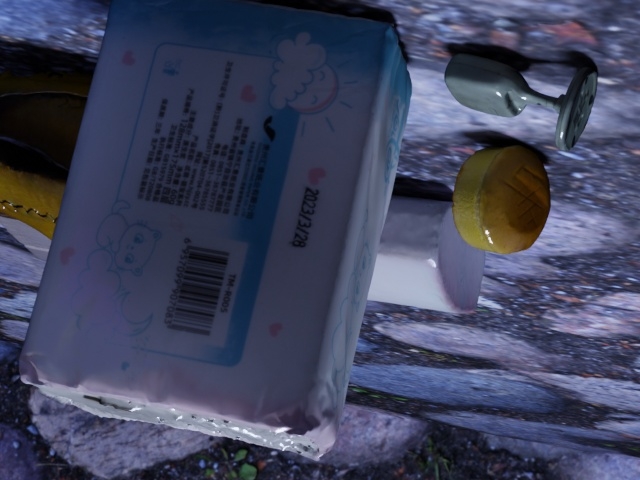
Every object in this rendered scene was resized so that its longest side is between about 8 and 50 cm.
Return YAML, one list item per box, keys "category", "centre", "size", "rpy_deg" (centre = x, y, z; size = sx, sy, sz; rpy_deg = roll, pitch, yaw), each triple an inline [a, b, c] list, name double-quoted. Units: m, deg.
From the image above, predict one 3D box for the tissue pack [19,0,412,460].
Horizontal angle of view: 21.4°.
- category: "tissue pack"
  centre: [-0.060, -0.013, 1.079]
  size: [0.201, 0.271, 0.124]
  rpy_deg: [9, 166, 18]

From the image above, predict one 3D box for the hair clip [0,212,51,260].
- category: "hair clip"
  centre: [-0.249, -0.037, 1.617]
  size: [0.085, 0.101, 0.331]
  rpy_deg: [8, 170, -1]

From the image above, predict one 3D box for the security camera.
- category: "security camera"
  centre: [0.123, -0.095, 1.071]
  size: [0.092, 0.058, 0.058]
  rpy_deg: [22, 173, 21]

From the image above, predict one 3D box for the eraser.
- category: "eraser"
  centre: [0.000, 0.000, 1.529]
  size: [0.270, 0.094, 0.174]
  rpy_deg: [9, 168, 20]

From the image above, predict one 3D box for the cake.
- category: "cake"
  centre: [0.137, -0.030, 1.265]
  size: [0.044, 0.084, 0.084]
  rpy_deg: [4, 166, 43]

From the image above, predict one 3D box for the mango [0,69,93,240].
- category: "mango"
  centre: [-0.192, -0.057, 1.334]
  size: [0.249, 0.156, 0.151]
  rpy_deg: [8, -156, 12]
